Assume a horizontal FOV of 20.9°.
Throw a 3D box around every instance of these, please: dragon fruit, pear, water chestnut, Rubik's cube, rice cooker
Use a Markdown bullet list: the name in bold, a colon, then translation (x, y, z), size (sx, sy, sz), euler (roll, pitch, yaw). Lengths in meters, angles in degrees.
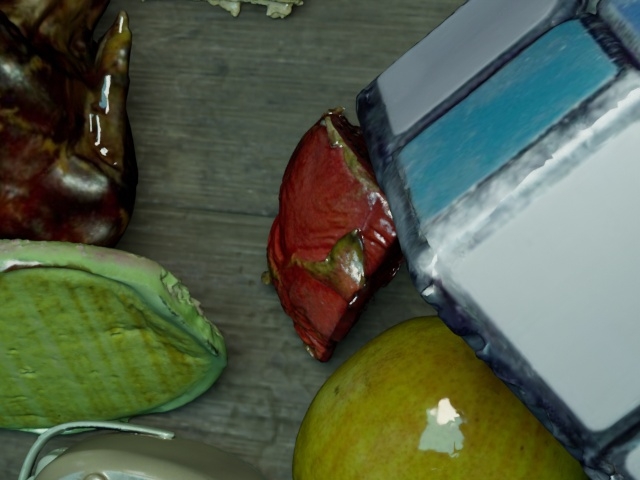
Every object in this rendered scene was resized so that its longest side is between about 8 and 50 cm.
- **dragon fruit**: translation (-0.001, 0.000, 1.212), size (0.127, 0.120, 0.161), euler (38, 103, 16)
- **pear**: translation (0.087, 0.142, 1.154), size (0.200, 0.200, 0.200), euler (0, 91, 13)
- **water chestnut**: translation (-0.249, -0.094, 1.210), size (0.244, 0.289, 0.289), euler (-17, 86, -21)
- **Rubik's cube**: translation (0.240, -0.030, 1.005), size (0.313, 0.318, 0.316), euler (-39, 111, 11)
- **rice cooker**: translation (-0.125, 0.209, 1.239), size (0.206, 0.127, 0.145), euler (12, 93, 5)

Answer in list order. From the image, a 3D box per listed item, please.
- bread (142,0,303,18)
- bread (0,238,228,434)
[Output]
- **bread**: translation (-0.067, -0.251, 1.240), size (0.134, 0.085, 0.173), euler (10, 94, 16)
- **bread**: translation (-0.213, 0.070, 1.189), size (0.301, 0.301, 0.045), euler (-10, 62, 13)
